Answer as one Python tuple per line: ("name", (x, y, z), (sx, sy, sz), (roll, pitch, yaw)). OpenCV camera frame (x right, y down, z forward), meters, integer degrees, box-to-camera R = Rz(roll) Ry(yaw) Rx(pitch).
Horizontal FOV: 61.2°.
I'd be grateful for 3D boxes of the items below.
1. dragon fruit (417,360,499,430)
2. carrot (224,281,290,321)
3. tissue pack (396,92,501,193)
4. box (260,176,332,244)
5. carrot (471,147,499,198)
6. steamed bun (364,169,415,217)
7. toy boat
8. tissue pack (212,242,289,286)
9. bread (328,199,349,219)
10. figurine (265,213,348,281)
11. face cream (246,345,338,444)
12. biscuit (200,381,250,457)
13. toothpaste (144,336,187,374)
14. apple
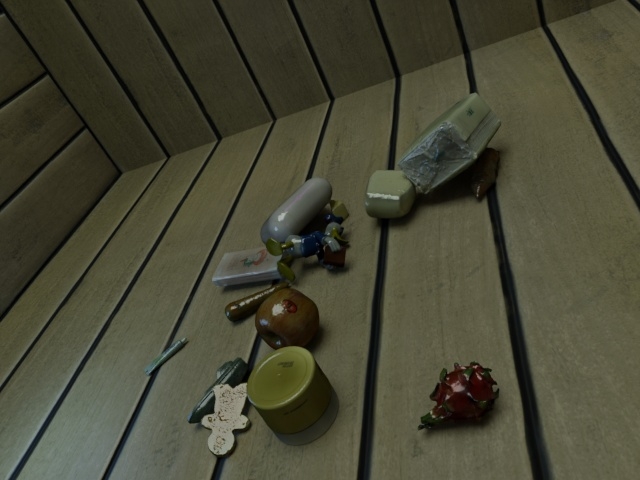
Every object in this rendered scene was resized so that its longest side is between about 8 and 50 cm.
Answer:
("dragon fruit", (0.336, 0.398, 1.353), (0.235, 0.137, 0.135), (-29, 44, 0))
("carrot", (-0.231, 0.223, 2.100), (0.297, 0.078, 0.078), (-28, 31, -8))
("tissue pack", (0.516, -0.389, 2.153), (0.297, 0.207, 0.380), (-38, 5, 42))
("box", (-0.106, -0.119, 2.338), (0.349, 0.141, 0.288), (-47, 6, -23))
("carrot", (0.635, -0.253, 2.114), (0.101, 0.102, 0.263), (-3, 43, 34))
("steamed bun", (0.288, -0.179, 2.193), (0.199, 0.155, 0.250), (4, 41, 21))
("toy boat", (-0.343, 0.493, 1.778), (0.085, 0.078, 0.260), (27, 57, 23))
("tissue pack", (-0.286, 0.102, 2.257), (0.325, 0.071, 0.170), (-9, 39, 25))
("bread", (0.055, -0.129, 2.364), (0.080, 0.084, 0.109), (-42, 35, -25))
("figurine", (0.000, 0.000, 2.114), (0.283, 0.205, 0.338), (17, 47, 34))
("face cream", (-0.080, 0.443, 1.558), (0.218, 0.180, 0.218), (-19, 33, 13))
("biscuit", (-0.289, 0.548, 1.665), (0.153, 0.030, 0.235), (-2, 49, 6))
("toothpaste", (-0.597, 0.444, 2.091), (0.197, 0.029, 0.048), (-41, 34, -15))
("apple", (-0.110, 0.265, 1.809), (0.210, 0.211, 0.188), (2, 42, 39))
